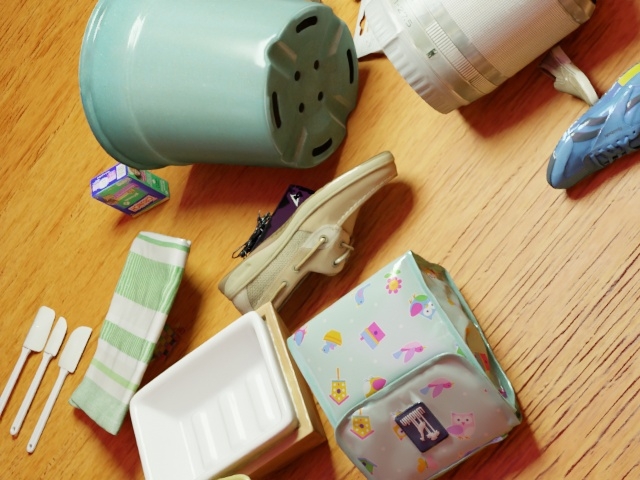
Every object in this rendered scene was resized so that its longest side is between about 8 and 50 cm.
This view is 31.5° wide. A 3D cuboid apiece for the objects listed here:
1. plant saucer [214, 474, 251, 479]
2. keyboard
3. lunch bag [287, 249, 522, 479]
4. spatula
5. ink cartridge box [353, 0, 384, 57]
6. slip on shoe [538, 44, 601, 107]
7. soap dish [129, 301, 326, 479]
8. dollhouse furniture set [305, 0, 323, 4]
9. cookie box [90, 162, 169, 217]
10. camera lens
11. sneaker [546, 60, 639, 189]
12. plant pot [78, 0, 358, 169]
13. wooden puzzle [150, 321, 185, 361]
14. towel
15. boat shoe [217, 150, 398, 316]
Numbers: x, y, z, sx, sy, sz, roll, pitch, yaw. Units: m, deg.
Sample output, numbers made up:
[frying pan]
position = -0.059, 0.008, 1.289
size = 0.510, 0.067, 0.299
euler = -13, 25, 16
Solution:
[plant saucer]
position = -0.198, 0.512, 1.527
size = 0.333, 0.081, 0.332
euler = -20, 59, 31
[keyboard]
position = -0.067, -0.001, 1.806
size = 0.100, 0.038, 0.192
euler = 31, 89, 20
[lunch bag]
position = 0.115, 0.183, 1.481
size = 0.223, 0.160, 0.262
euler = -36, 62, 16
[spatula]
position = -0.511, 0.248, 2.049
size = 0.168, 0.019, 0.242
euler = 18, 83, 37
[ink cartridge box]
position = 0.126, -0.363, 1.822
size = 0.179, 0.045, 0.145
euler = -13, 61, 55
[slip on shoe]
position = 0.343, -0.217, 1.556
size = 0.041, 0.051, 0.135
euler = -37, 48, 13
[soap dish]
position = -0.136, 0.263, 1.667
size = 0.291, 0.118, 0.229
euler = -37, 51, 20
[dollhouse furniture set]
position = 0.016, -0.519, 1.939
size = 0.262, 0.135, 0.259
euler = -42, 61, 16
[cookie box]
position = -0.336, -0.091, 2.004
size = 0.092, 0.107, 0.040
euler = -27, 56, 28
[camera lens]
position = 0.228, -0.336, 1.591
size = 0.274, 0.219, 0.219
euler = -36, 51, 20
[sneaker]
position = 0.384, -0.137, 1.475
size = 0.209, 0.069, 0.082
euler = -47, 52, 11
[plant pot]
position = -0.142, -0.260, 1.802
size = 0.334, 0.341, 0.341
euler = 11, 76, 33
[wooden puzzle]
position = -0.260, 0.168, 1.888
size = 0.049, 0.006, 0.083
euler = 37, 94, 43
[towel]
position = -0.315, 0.141, 1.870
size = 0.248, 0.038, 0.324
euler = 7, 73, 63
[boat shoe]
position = 0.000, 0.000, 1.703
size = 0.341, 0.122, 0.110
euler = -41, 87, 20
